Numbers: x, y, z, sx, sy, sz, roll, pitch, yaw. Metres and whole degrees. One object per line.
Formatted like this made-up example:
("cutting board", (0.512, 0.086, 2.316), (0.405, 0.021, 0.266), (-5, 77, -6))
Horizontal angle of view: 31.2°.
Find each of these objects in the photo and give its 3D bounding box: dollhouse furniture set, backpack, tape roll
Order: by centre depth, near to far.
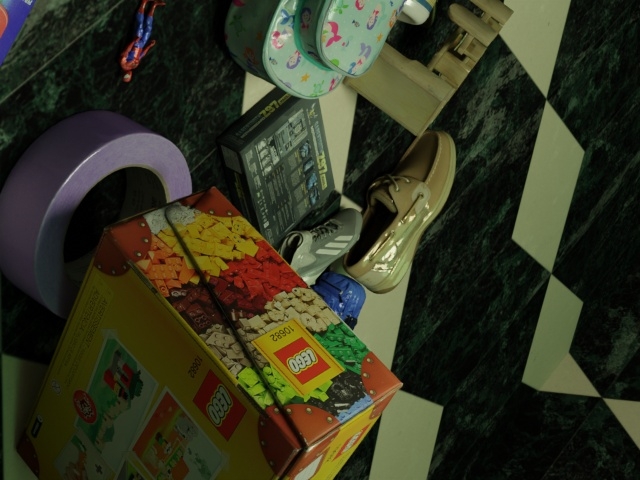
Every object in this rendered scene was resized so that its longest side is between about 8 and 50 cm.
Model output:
("tape roll", (-0.300, -0.032, 1.539), (0.275, 0.090, 0.275), (-37, 142, -36))
("backpack", (-0.009, -0.332, 1.647), (0.253, 0.191, 0.225), (-56, 148, 4))
("dollhouse furniture set", (0.175, -0.315, 1.957), (0.242, 0.161, 0.212), (-52, 178, -42))
("backpack", (0.024, 0.121, 2.144), (0.101, 0.098, 0.120), (27, 92, -56))

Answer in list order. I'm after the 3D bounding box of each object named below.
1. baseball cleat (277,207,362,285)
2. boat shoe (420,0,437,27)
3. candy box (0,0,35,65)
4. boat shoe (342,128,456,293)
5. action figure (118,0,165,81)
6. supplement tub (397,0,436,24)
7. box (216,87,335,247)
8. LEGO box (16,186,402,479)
("baseball cleat", (0.000, 0.000, 2.035), (0.206, 0.072, 0.109), (-51, 142, -24))
("boat shoe", (0.188, -0.439, 1.971), (0.049, 0.056, 0.152), (-34, 141, -30))
("candy box", (-0.458, -0.199, 1.130), (0.317, 0.122, 0.268), (-61, 150, 1))
("boat shoe", (0.149, -0.071, 2.149), (0.110, 0.121, 0.341), (35, 72, -37))
("action figure", (-0.237, -0.263, 1.505), (0.038, 0.030, 0.115), (2, 115, -62))
("supplement tub", (0.142, -0.457, 1.799), (0.144, 0.144, 0.200), (21, 96, -60))
("box", (-0.066, -0.122, 1.845), (0.183, 0.059, 0.233), (-44, 145, -26))
("LEGO box", (-0.174, 0.242, 1.533), (0.193, 0.372, 0.500), (-26, 155, -45))
